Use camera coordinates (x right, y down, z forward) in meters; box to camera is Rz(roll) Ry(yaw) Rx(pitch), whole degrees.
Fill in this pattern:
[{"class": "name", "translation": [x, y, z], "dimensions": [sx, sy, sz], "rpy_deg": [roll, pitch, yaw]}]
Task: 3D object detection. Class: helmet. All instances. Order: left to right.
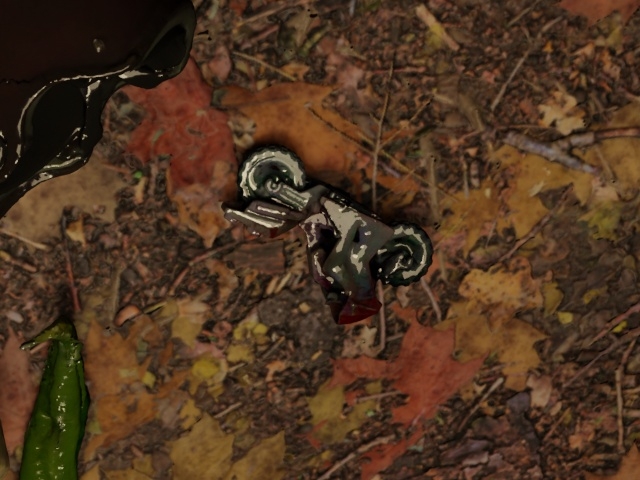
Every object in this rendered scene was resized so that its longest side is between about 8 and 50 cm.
[{"class": "helmet", "translation": [-0.257, -0.139, 1.314], "dimensions": [0.305, 0.225, 0.177], "rpy_deg": [-40, 91, 4]}]

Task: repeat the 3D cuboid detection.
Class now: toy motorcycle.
[{"class": "toy motorcycle", "translation": [0.000, 0.000, 1.525], "dimensions": [0.213, 0.082, 0.122], "rpy_deg": [31, 93, -17]}]

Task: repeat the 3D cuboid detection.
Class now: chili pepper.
[{"class": "chili pepper", "translation": [-0.262, 0.218, 1.557], "dimensions": [0.085, 0.076, 0.359], "rpy_deg": [-14, 124, -31]}]

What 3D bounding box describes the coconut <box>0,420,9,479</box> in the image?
[{"class": "coconut", "translation": [-0.391, 0.167, 1.427], "dimensions": [0.236, 0.236, 0.204], "rpy_deg": [-31, 158, 0]}]
